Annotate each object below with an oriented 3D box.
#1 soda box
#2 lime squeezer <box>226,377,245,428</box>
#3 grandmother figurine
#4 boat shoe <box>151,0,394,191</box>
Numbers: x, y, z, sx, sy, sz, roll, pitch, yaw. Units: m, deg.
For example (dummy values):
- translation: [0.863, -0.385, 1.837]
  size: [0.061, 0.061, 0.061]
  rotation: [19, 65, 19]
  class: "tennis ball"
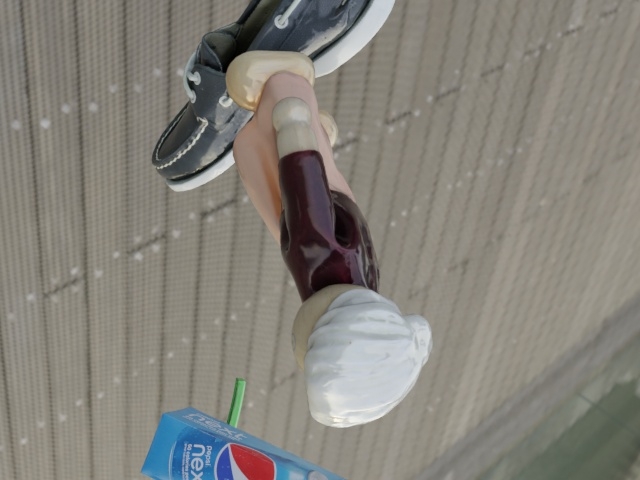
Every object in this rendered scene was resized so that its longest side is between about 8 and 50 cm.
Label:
- translation: [-0.064, 0.237, 1.051]
  size: [0.067, 0.210, 0.071]
  rotation: [-70, 163, 2]
  class: "soda box"
- translation: [-0.175, 0.314, 1.336]
  size: [0.310, 0.110, 0.059]
  rotation: [-45, -176, -4]
  class: "lime squeezer"
- translation: [0.000, 0.000, 0.773]
  size: [0.104, 0.342, 0.208]
  rotation: [-27, 127, 9]
  class: "grandmother figurine"
- translation: [-0.068, -0.160, 0.957]
  size: [0.091, 0.114, 0.302]
  rotation: [32, 122, -30]
  class: "boat shoe"
